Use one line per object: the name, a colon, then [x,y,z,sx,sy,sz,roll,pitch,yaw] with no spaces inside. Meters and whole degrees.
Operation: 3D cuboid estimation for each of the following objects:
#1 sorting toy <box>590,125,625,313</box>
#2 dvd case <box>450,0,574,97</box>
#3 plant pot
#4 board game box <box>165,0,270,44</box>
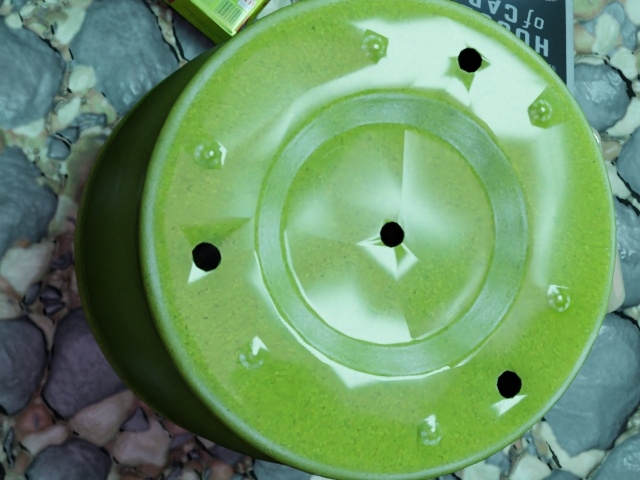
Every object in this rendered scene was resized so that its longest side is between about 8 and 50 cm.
sorting toy: [0.217,-0.013,0.676,0.208,0.038,0.193,-9,90,-51]
dvd case: [0.142,-0.228,0.661,0.179,0.029,0.238,19,56,-11]
plant pot: [0.000,0.000,0.512,0.366,0.353,0.366,0,88,-12]
board game box: [-0.123,-0.262,0.648,0.181,0.043,0.092,39,75,-8]
